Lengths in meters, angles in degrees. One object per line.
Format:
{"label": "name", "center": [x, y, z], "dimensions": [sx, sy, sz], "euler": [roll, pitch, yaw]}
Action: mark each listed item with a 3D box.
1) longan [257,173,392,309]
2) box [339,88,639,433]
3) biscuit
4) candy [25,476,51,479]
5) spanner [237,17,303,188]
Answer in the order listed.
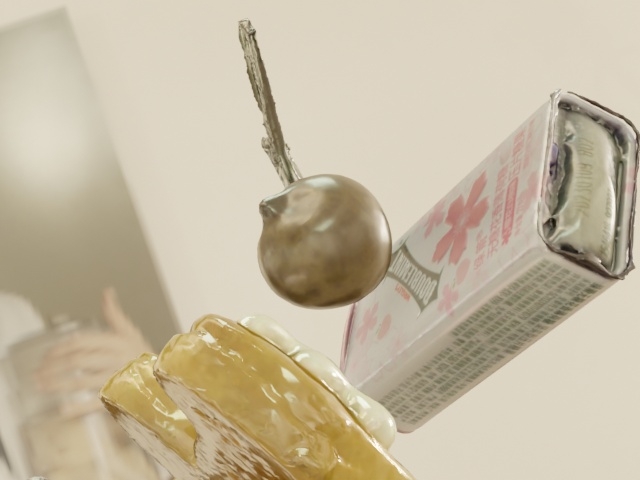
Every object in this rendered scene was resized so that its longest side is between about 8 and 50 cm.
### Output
{"label": "longan", "center": [0.000, 0.000, 1.259], "dimensions": [0.113, 0.113, 0.092], "euler": [-18, -3, -30]}
{"label": "box", "center": [0.154, 0.026, 1.585], "dimensions": [0.112, 0.190, 0.369], "euler": [23, -39, -17]}
{"label": "biscuit", "center": [0.002, 0.086, 0.501], "dimensions": [0.035, 0.158, 0.240], "euler": [-46, 0, -16]}
{"label": "candy", "center": [-0.150, 0.255, 1.208], "dimensions": [0.051, 0.226, 0.094], "euler": [-43, 26, 1]}
{"label": "spanner", "center": [-0.053, -0.131, 1.796], "dimensions": [0.026, 0.093, 0.325], "euler": [-26, -29, -6]}
